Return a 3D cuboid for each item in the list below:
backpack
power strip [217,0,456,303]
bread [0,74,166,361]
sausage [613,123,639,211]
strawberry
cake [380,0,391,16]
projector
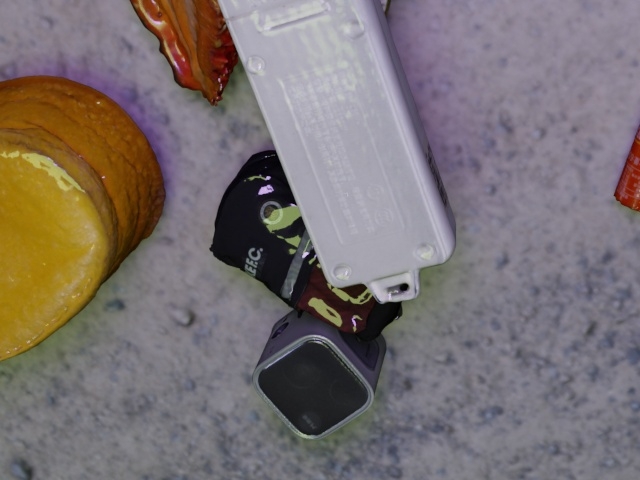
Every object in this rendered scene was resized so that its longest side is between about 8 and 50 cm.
[{"bbox_3d":[-0.003,0.003,1.035,0.165,0.106,0.120,18,114,3],"label":"backpack"},{"bbox_3d":[0.004,-0.112,0.887,0.098,0.058,0.338,-14,114,16],"label":"power strip"},{"bbox_3d":[-0.256,-0.014,1.058,0.269,0.143,0.195,-31,108,24],"label":"bread"},{"bbox_3d":[0.254,-0.085,0.984,0.034,0.034,0.129,16,117,4],"label":"sausage"},{"bbox_3d":[-0.088,-0.202,0.958,0.192,0.085,0.140,59,154,-7],"label":"strawberry"},{"bbox_3d":[0.020,-0.200,0.936,0.090,0.109,0.225,19,117,1],"label":"cake"},{"bbox_3d":[0.001,0.102,1.094,0.083,0.082,0.083,-35,104,23],"label":"projector"}]
